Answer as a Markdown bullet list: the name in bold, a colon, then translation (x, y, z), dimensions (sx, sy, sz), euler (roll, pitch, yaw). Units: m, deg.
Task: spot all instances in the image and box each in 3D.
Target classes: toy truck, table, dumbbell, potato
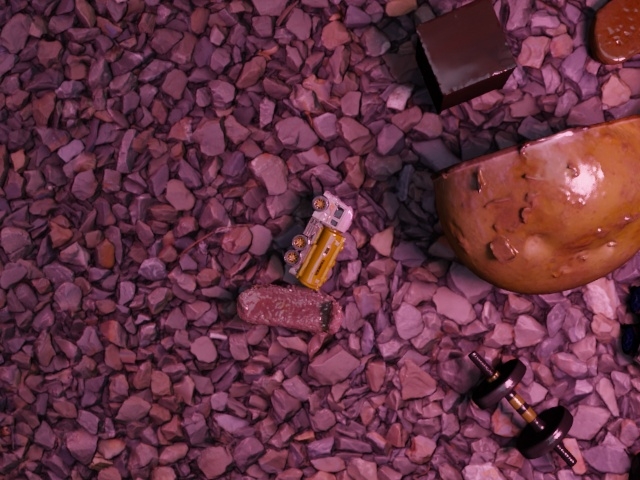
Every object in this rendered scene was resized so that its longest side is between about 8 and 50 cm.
- **toy truck**: translation (0.000, 0.000, 1.520), dimensions (0.114, 0.098, 0.227), euler (27, 95, 3)
- **table**: translation (0.315, -0.410, 1.436), dimensions (0.169, 0.193, 0.173), euler (-21, 86, 7)
- **dumbbell**: translation (0.450, 0.374, 1.429), dimensions (0.143, 0.143, 0.325), euler (-43, 84, 5)
- **toy truck**: translation (0.764, 0.186, 1.375), dimensions (0.161, 0.177, 0.213), euler (11, 90, 6)
- **potato**: translation (0.479, -0.053, 1.311), dimensions (0.442, 0.385, 0.320), euler (-19, 89, 20)

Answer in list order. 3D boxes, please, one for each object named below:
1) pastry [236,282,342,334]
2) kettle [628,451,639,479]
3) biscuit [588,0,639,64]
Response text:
- **pastry**: translation (-0.064, 0.162, 1.522), dimensions (0.265, 0.112, 0.103), euler (11, 94, 19)
- **kettle**: translation (0.807, 0.558, 1.358), dimensions (0.232, 0.202, 0.144), euler (9, 117, 7)
- **biscuit**: translation (0.820, -0.512, 1.437), dimensions (0.393, 0.076, 0.368), euler (11, 90, 10)
